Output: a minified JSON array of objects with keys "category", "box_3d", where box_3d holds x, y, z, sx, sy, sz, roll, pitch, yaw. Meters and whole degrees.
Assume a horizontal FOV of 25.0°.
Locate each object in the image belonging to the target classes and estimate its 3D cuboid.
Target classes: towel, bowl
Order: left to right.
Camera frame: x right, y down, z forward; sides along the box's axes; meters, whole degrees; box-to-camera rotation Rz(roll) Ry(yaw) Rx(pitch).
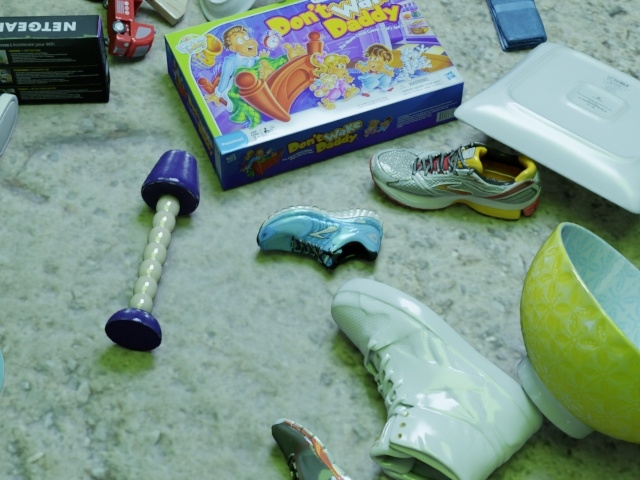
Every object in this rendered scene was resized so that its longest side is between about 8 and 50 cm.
[{"category":"towel","box_3d":[0.282,-0.325,2.081,0.067,0.029,0.119,-8,54,-6]},{"category":"bowl","box_3d":[0.320,0.135,1.647,0.156,0.289,0.289,-46,57,20]}]

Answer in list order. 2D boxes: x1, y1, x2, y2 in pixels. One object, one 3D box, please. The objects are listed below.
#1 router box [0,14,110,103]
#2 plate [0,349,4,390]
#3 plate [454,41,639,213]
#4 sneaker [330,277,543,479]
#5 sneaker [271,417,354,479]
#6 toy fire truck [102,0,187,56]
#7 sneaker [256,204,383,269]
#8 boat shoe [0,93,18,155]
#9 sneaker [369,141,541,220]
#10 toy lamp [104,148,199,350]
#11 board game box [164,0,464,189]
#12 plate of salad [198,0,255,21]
[{"category":"router box","box_3d":[-0.379,-0.242,1.945,0.179,0.133,0.046,-1,55,-3]},{"category":"plate","box_3d":[-0.472,0.159,1.716,0.188,0.024,0.188,1,54,-1]},{"category":"plate","box_3d":[0.357,-0.169,1.907,0.277,0.045,0.278,30,40,19]},{"category":"sneaker","box_3d":[0.093,0.174,1.664,0.292,0.108,0.169,36,58,21]},{"category":"sneaker","box_3d":[-0.013,0.267,1.625,0.065,0.061,0.158,-37,62,-18]},{"category":"toy fire truck","box_3d":[-0.241,-0.345,2.065,0.135,0.047,0.192,5,64,-24]},{"category":"sneaker","box_3d":[0.000,0.000,1.818,0.162,0.063,0.073,-2,57,-2]},{"category":"boat shoe","box_3d":[-0.475,-0.107,1.868,0.079,0.095,0.254,14,53,8]},{"category":"sneaker","box_3d":[0.176,-0.094,1.870,0.225,0.092,0.088,6,54,4]},{"category":"toy lamp","box_3d":[-0.205,0.004,1.802,0.080,0.080,0.274,8,53,5]},{"category":"board game box","box_3d":[-0.012,-0.224,1.971,0.347,0.078,0.233,-18,56,-14]},{"category":"plate of salad","box_3d":[-0.114,-0.402,2.051,0.048,0.200,0.199,9,46,-36]}]
